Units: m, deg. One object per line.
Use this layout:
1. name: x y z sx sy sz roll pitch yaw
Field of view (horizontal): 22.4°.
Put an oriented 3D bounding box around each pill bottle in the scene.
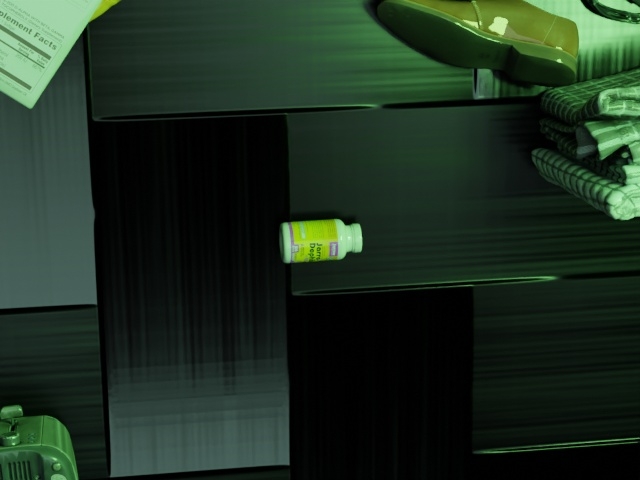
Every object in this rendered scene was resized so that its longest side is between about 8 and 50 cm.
1. pill bottle: 0.000 0.000 1.689 0.083 0.043 0.043 -4 107 -8

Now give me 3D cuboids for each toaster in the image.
1. toaster: -0.306 0.288 1.669 0.129 0.146 0.227 -7 107 -6

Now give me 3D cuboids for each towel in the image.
1. towel: 0.369 -0.123 1.616 0.283 0.235 0.121 -11 104 -7

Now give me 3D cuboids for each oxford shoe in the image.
1. oxford shoe: 0.162 -0.221 1.648 0.212 0.076 0.076 16 68 -7

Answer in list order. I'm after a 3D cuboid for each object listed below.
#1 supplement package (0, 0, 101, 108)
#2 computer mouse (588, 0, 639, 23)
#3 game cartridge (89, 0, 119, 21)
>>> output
1. supplement package: -0.328 -0.262 1.425 0.262 0.204 0.145 33 98 -17
2. computer mouse: 0.258 -0.301 1.651 0.242 0.041 0.071 37 106 -24
3. game cartridge: -0.353 -0.295 1.541 0.323 0.053 0.285 -32 109 2
